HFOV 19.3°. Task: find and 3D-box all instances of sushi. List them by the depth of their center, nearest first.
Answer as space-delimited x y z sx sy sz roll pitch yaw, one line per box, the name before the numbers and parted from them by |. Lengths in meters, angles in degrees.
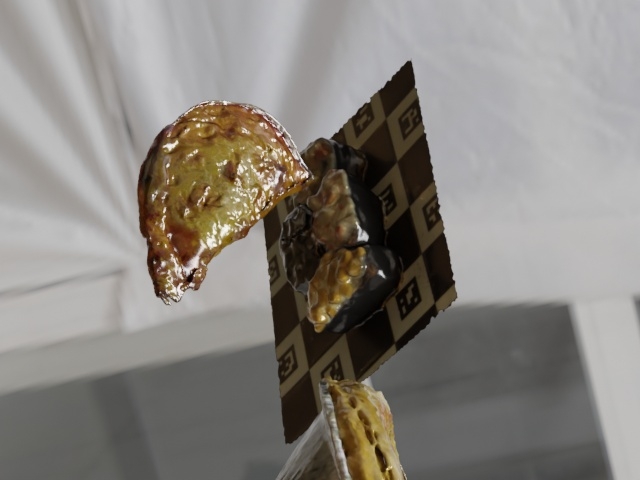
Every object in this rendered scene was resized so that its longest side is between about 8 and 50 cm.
sushi | 0.000 0.000 1.286 0.050 0.215 0.192 20 134 -31

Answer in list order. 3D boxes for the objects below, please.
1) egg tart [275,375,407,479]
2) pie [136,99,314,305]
egg tart | 0.026 0.197 1.140 0.094 0.234 0.234 -19 -168 0
pie | -0.065 -0.037 1.148 0.033 0.088 0.191 -31 -172 36
